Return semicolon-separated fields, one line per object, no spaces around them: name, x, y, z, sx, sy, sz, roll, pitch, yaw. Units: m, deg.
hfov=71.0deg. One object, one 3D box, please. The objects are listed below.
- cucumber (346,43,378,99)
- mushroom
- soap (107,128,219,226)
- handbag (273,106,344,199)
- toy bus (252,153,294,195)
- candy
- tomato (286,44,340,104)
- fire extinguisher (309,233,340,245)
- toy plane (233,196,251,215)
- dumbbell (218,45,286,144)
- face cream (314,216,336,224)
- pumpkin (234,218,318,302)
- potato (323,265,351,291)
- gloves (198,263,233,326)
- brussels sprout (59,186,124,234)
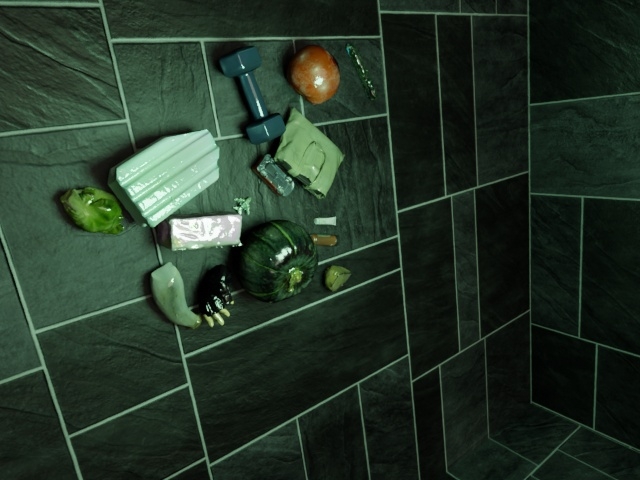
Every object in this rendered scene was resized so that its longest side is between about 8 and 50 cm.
cucumber;0.180;-0.723;1.921;0.044;0.043;0.257;-47;120;-26
mushroom;-0.506;0.214;1.562;0.118;0.103;0.270;-30;124;-23
soap;-0.488;-0.224;1.457;0.347;0.114;0.208;-45;120;-30
handbag;-0.043;-0.332;1.776;0.315;0.109;0.254;38;59;-38
toy bus;-0.183;-0.244;1.720;0.174;0.077;0.079;46;65;-33
candy;-0.413;-0.034;1.543;0.264;0.155;0.116;-7;103;-34
tomato;-0.020;-0.628;1.690;0.208;0.208;0.184;37;96;-34
fire extinguisher;0.000;0.000;1.915;0.177;0.050;0.062;3;135;-35
toy plane;-0.288;-0.135;1.691;0.080;0.033;0.083;48;70;-16
dumbbell;-0.238;-0.513;1.594;0.159;0.144;0.325;-33;117;-29
face cream;0.023;-0.084;1.933;0.115;0.020;0.038;-2;99;-38
pumpkin;-0.162;0.077;1.690;0.323;0.241;0.324;-23;126;-35
potato;0.058;0.159;1.978;0.101;0.089;0.172;-62;160;13
gloves;-0.374;0.207;1.613;0.124;0.164;0.204;20;63;-12
brussels sprout;-0.694;-0.088;1.373;0.139;0.100;0.181;-53;142;2
